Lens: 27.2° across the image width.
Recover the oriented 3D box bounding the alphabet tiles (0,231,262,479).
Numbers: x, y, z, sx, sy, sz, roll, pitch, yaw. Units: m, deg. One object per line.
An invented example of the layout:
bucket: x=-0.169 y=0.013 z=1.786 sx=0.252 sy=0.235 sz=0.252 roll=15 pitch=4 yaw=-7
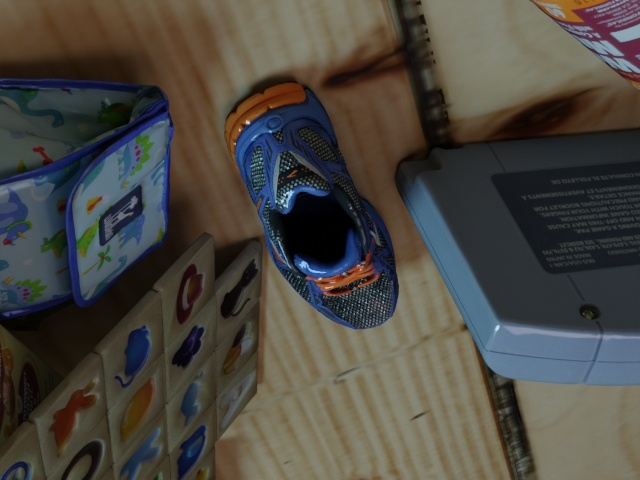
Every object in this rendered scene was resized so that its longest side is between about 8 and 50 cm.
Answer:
alphabet tiles: x=-0.137 y=0.160 z=0.860 sx=0.342 sy=0.011 sz=0.285 roll=-49 pitch=156 yaw=-37

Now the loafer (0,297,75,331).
loafer: x=-0.200 y=0.037 z=0.836 sx=0.148 sy=0.056 sz=0.050 roll=-18 pitch=133 yaw=-4

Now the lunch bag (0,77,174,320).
lunch bag: x=-0.159 y=-0.025 z=0.758 sx=0.151 sy=0.096 sz=0.128 roll=-14 pitch=147 yaw=-17

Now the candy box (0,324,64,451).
candy box: x=-0.262 y=0.104 z=0.770 sx=0.183 sy=0.087 sz=0.316 roll=-8 pitch=156 yaw=6

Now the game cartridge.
game cartridge: x=0.218 y=0.005 z=0.870 sx=0.297 sy=0.198 sz=0.062 roll=-5 pitch=137 yaw=-17

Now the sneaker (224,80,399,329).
sneaker: x=0.000 y=0.000 z=0.857 sx=0.083 sy=0.087 sz=0.221 roll=-26 pitch=139 yaw=6

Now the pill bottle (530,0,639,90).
pill bottle: x=0.204 y=-0.148 z=0.755 sx=0.121 sy=0.121 sz=0.221 roll=-41 pitch=136 yaw=22
